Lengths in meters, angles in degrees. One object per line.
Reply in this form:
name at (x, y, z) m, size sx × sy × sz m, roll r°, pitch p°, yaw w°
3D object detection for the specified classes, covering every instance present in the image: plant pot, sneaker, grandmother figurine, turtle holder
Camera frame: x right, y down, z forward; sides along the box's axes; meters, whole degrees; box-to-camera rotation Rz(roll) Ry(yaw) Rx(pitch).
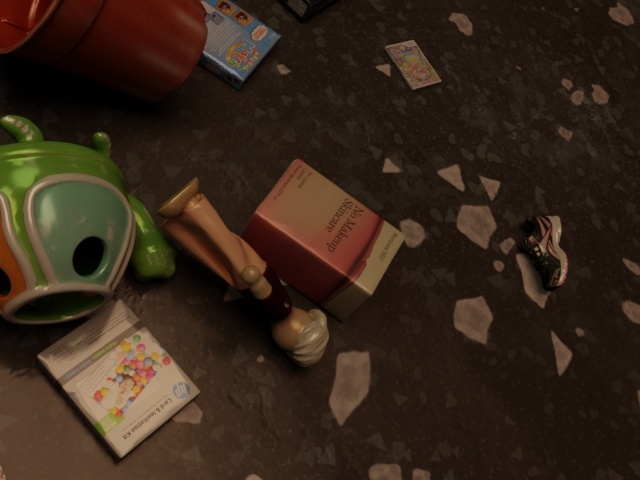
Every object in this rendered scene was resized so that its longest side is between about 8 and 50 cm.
plant pot at (-0.345, -0.368, 1.094) m, size 0.265 × 0.272 × 0.272 m, roll 22°, pitch 51°, yaw -48°
sneaker at (0.445, 0.024, 1.374) m, size 0.077 × 0.072 × 0.178 m, roll 10°, pitch 52°, yaw -5°
grandmother figurine at (-0.110, 0.058, 1.051) m, size 0.104 × 0.208 × 0.342 m, roll -38°, pitch 103°, yaw 7°
turtle holder at (-0.371, -0.002, 0.952) m, size 0.244 × 0.320 × 0.227 m, roll -23°, pitch 71°, yaw 2°

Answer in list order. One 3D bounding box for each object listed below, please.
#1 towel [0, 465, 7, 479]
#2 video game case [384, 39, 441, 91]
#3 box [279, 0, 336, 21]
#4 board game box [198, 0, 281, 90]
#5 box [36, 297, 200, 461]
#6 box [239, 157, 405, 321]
towel at (-0.430, 0.380, 0.822) m, size 0.144 × 0.029 × 0.197 m, roll -22°, pitch 74°, yaw -30°
video game case at (0.207, -0.393, 1.517) m, size 0.087 × 0.011 × 0.122 m, roll -22°, pitch 74°, yaw -31°
box at (-0.057, -0.607, 1.488) m, size 0.233 × 0.059 × 0.183 m, roll 44°, pitch 55°, yaw 4°
board game box at (-0.205, -0.409, 1.332) m, size 0.212 × 0.039 × 0.160 m, roll 33°, pitch 56°, yaw -3°
box at (-0.289, 0.197, 0.975) m, size 0.145 × 0.038 × 0.186 m, roll -37°, pitch 83°, yaw -33°
box at (0.000, 0.000, 1.150) m, size 0.232 × 0.127 × 0.148 m, roll 35°, pitch 55°, yaw -2°
